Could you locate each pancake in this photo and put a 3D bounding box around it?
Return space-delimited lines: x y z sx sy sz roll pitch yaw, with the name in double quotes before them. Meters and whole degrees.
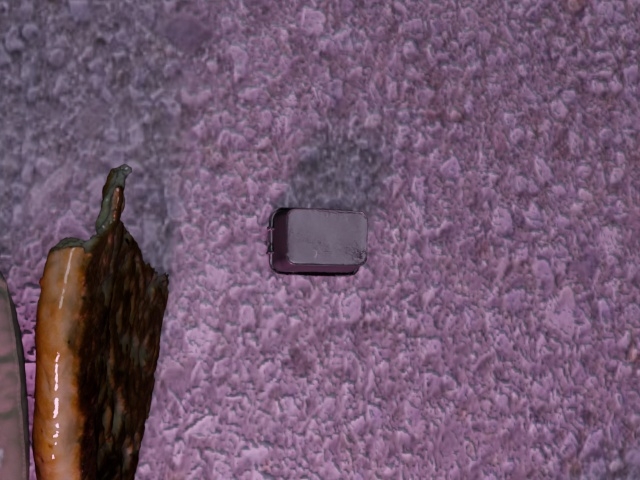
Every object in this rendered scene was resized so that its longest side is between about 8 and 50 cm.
"pancake" -0.221 0.116 1.048 0.067 0.427 0.305 8 67 4

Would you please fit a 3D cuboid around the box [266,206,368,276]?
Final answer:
"box" 0.000 0.000 1.258 0.122 0.069 0.084 1 86 -14

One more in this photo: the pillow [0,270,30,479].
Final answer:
"pillow" -0.390 0.152 1.035 0.120 0.322 0.255 -1 84 -45
